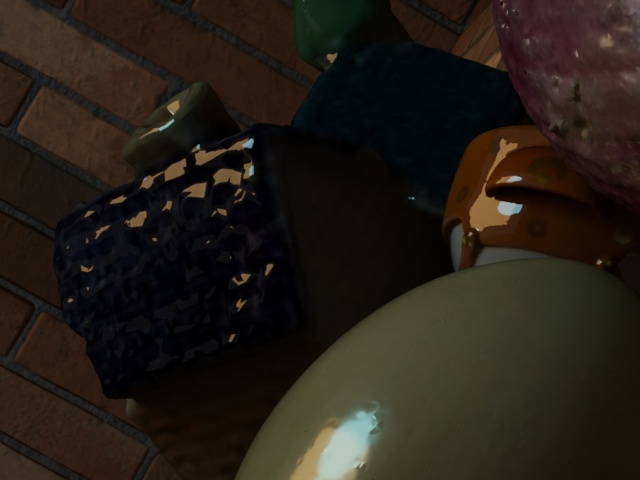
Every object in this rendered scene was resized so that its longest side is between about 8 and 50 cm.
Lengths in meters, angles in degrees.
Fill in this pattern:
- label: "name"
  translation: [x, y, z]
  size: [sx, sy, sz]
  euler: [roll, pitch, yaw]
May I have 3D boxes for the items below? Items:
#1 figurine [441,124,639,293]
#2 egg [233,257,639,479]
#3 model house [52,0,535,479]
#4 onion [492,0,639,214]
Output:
- label: "figurine"
  translation: [0.121, 0.037, 1.048]
  size: [0.143, 0.143, 0.271]
  euler: [148, 135, -81]
- label: "egg"
  translation: [0.060, 0.118, 0.785]
  size: [0.241, 0.186, 0.186]
  euler: [-53, 2, -17]
- label: "model house"
  translation: [0.002, 0.000, 1.186]
  size: [0.243, 0.284, 0.298]
  euler: [-16, 32, 38]
- label: "onion"
  translation: [0.152, -0.148, 0.914]
  size: [0.349, 0.159, 0.267]
  euler: [22, 92, 63]
